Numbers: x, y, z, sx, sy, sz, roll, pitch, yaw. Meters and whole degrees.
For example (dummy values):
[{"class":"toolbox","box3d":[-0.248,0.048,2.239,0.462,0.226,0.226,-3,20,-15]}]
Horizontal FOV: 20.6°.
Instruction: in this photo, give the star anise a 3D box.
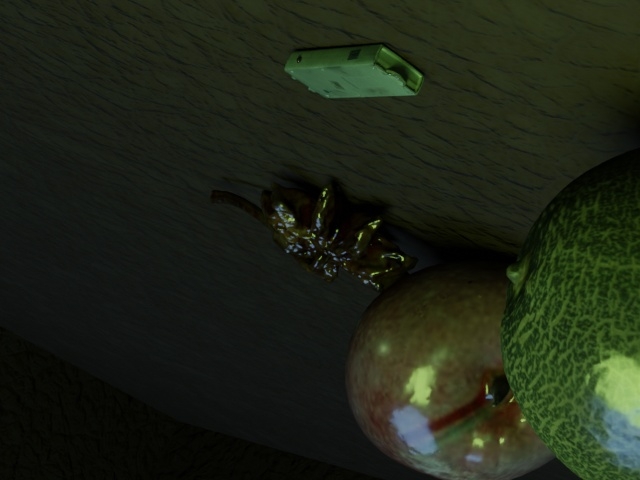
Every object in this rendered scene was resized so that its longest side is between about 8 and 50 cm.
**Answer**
[{"class":"star anise","box3d":[0.000,-0.002,1.733,0.177,0.073,0.234,35,169,-20]}]

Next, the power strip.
[{"class":"power strip","box3d":[0.020,-0.125,1.317,0.051,0.019,0.136,30,166,-32]}]

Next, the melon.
[{"class":"melon","box3d":[0.277,0.065,1.140,0.329,0.248,0.248,17,168,-7]}]

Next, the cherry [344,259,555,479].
[{"class":"cherry","box3d":[0.142,0.120,1.653,0.236,0.213,0.285,20,-178,-5]}]
